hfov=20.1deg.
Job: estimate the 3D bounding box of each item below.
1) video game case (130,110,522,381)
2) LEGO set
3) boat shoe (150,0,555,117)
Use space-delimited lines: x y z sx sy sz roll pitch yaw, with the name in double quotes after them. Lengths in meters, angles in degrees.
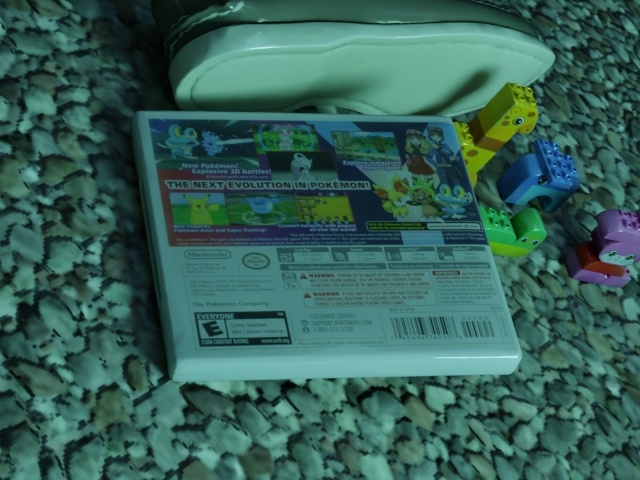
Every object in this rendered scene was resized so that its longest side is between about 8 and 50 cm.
0.000 0.000 1.043 0.201 0.023 0.183 0 52 -16 "video game case"
0.132 -0.046 1.193 0.227 0.093 0.087 11 48 -34 "LEGO set"
0.027 -0.137 1.177 0.305 0.109 0.091 -3 61 -38 "boat shoe"
